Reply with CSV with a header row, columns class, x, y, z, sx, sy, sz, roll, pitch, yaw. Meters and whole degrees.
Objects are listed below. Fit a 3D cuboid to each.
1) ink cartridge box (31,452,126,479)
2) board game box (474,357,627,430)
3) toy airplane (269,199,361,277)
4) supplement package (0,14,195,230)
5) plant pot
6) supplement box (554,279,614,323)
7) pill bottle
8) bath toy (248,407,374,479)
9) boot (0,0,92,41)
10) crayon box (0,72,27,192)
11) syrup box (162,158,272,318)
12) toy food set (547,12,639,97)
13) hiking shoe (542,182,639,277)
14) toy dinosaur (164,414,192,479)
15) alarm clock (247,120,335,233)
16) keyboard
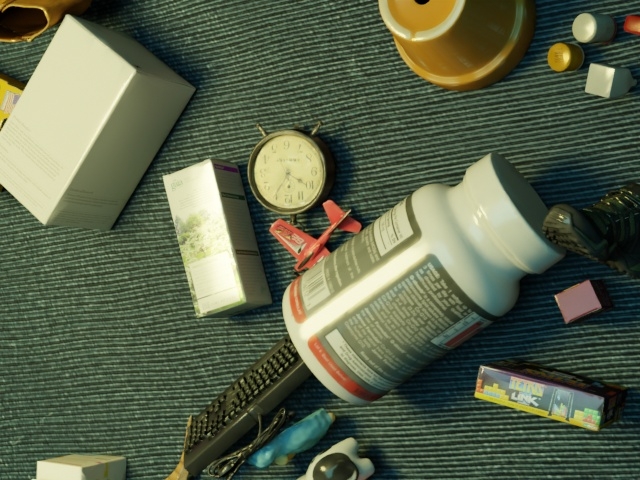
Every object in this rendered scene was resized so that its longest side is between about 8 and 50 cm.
class,x,y,z,sx,sy,sz,roll,pitch,yaw
ink cartridge box,-0.398,0.403,1.889,0.092,0.143,0.090,1,88,27
board game box,0.311,0.203,1.546,0.170,0.141,0.048,13,94,26
toy airplane,0.000,0.000,1.754,0.151,0.028,0.151,5,113,11
supplement package,-0.377,-0.186,1.887,0.177,0.175,0.293,40,105,24
plant pot,0.176,-0.324,1.609,0.205,0.188,0.205,-1,87,26
supplement box,0.357,0.083,1.560,0.055,0.083,0.043,-27,77,22
pill bottle,0.143,0.053,1.598,0.363,0.210,0.210,-36,73,21
bath toy,0.044,0.420,1.679,0.348,0.129,0.151,50,142,20
boot,-0.503,-0.389,1.922,0.295,0.211,0.104,-5,118,36
crayon box,-0.644,-0.219,2.074,0.323,0.083,0.203,26,99,26
syrup box,-0.162,-0.002,1.816,0.093,0.096,0.237,-19,79,23
toy food set,0.431,-0.246,1.550,0.232,0.104,0.111,23,112,43
hiking shoe,0.369,-0.029,1.489,0.086,0.227,0.114,26,95,42
toy dinosaur,-0.233,0.401,1.853,0.112,0.064,0.212,35,103,25
alarm clock,-0.043,-0.087,1.776,0.129,0.064,0.192,1,94,18
keyboard,-0.099,0.248,1.744,0.317,0.033,0.201,-44,28,19
